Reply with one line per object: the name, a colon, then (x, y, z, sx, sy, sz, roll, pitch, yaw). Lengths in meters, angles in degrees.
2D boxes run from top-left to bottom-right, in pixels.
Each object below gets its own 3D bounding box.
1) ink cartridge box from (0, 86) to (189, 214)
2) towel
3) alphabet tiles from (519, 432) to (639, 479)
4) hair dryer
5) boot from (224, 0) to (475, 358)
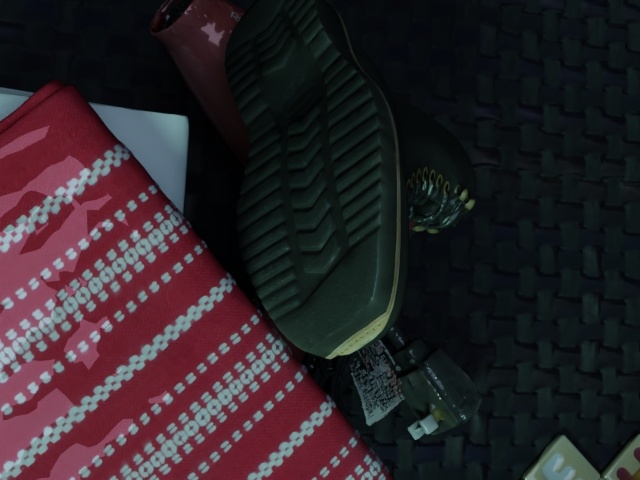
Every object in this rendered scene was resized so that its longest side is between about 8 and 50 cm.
ink cartridge box: (-0.139, 0.092, 0.439, 0.121, 0.211, 0.289, 5, 84, -15)
towel: (-0.080, 0.105, 0.331, 0.199, 0.031, 0.275, -41, 101, -20)
alphabet tiles: (0.167, 0.249, 0.616, 0.237, 0.009, 0.198, -44, 97, -13)
hair dryer: (0.000, 0.000, 0.499, 0.080, 0.223, 0.293, -26, 89, 28)
boot: (0.035, -0.019, 0.424, 0.137, 0.077, 0.198, 33, 35, -37)
